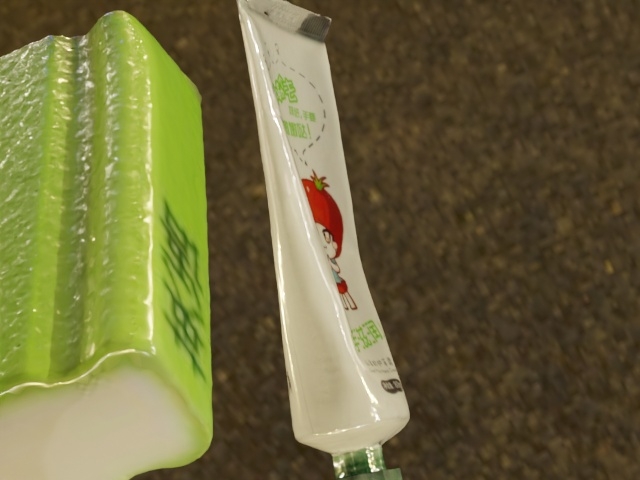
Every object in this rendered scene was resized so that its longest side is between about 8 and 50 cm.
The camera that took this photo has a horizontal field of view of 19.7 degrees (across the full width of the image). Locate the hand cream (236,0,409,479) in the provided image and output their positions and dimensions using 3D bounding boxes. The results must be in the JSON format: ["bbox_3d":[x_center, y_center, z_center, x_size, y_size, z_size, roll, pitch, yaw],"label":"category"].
[{"bbox_3d":[0.000,0.000,1.216,0.076,0.121,0.336,-13,81,23],"label":"hand cream"}]

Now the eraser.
[{"bbox_3d":[-0.154,0.017,0.873,0.210,0.092,0.274,-21,36,13],"label":"eraser"}]
